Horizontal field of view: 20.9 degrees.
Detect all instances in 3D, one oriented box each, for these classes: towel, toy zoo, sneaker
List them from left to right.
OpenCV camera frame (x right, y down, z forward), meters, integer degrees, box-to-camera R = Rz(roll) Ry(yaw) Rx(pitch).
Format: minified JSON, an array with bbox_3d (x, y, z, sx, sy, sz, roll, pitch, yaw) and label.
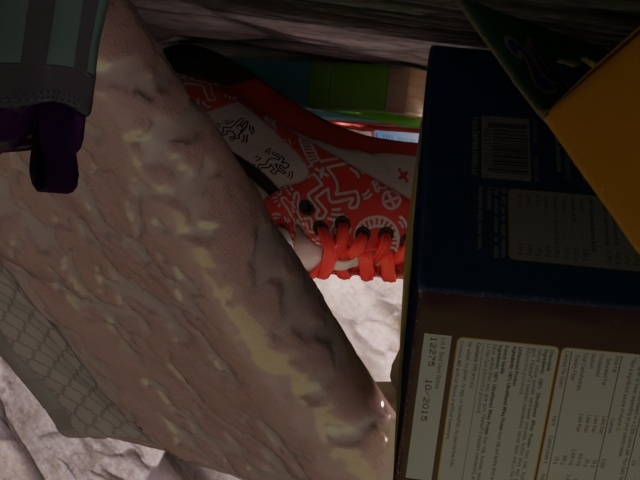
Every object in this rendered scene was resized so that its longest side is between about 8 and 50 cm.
[{"bbox_3d":[-0.134,-0.063,0.520,0.083,0.098,0.224,5,-179,-35],"label":"sneaker"},{"bbox_3d":[-0.122,0.010,0.911,0.317,0.053,0.332,6,138,46],"label":"towel"},{"bbox_3d":[-0.015,-0.095,1.146,0.293,0.030,0.192,6,-179,36],"label":"toy zoo"},{"bbox_3d":[-0.001,0.000,0.983,0.270,0.145,0.090,24,141,-2],"label":"sneaker"}]

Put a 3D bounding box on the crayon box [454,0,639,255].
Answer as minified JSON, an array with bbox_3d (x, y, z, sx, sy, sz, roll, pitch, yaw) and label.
[{"bbox_3d":[0.203,0.025,0.607,0.083,0.323,0.203,-42,159,23],"label":"crayon box"}]

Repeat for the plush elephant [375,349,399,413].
[{"bbox_3d":[0.160,0.066,1.308,0.255,0.330,0.272,0,-175,31],"label":"plush elephant"}]

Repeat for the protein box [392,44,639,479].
[{"bbox_3d":[0.143,0.021,0.833,0.201,0.136,0.199,6,-142,1],"label":"protein box"}]

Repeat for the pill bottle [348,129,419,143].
[{"bbox_3d":[0.029,-0.065,1.339,0.160,0.087,0.087,5,-179,-44],"label":"pill bottle"}]
